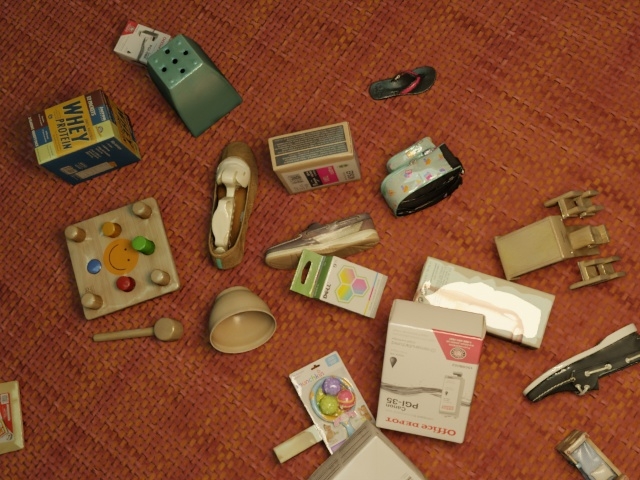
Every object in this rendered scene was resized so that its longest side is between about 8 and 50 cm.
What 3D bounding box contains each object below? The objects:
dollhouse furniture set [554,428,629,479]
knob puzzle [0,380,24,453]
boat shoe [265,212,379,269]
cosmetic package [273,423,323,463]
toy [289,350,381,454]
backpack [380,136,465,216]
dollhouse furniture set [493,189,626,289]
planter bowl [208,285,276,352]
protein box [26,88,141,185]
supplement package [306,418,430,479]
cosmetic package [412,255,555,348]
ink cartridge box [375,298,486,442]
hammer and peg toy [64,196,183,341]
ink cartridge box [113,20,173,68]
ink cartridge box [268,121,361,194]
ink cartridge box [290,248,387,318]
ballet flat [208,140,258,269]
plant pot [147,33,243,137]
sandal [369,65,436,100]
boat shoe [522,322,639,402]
[{"bbox_3d":[0.550,0.528,1.638,0.183,0.129,0.129,-42,76,-2],"label":"dollhouse furniture set"},{"bbox_3d":[-0.845,0.459,1.895,0.213,0.030,0.213,-1,79,7],"label":"knob puzzle"},{"bbox_3d":[0.000,0.000,1.843,0.285,0.103,0.092,-14,65,8],"label":"boat shoe"},{"bbox_3d":[-0.049,0.480,1.766,0.115,0.060,0.041,-31,75,2],"label":"cosmetic package"},{"bbox_3d":[0.045,0.387,1.753,0.137,0.056,0.237,-23,78,-25],"label":"toy"},{"bbox_3d":[0.232,-0.147,1.802,0.188,0.166,0.144,-37,75,-4],"label":"backpack"},{"bbox_3d":[0.550,0.011,1.732,0.161,0.242,0.212,-28,71,48],"label":"dollhouse furniture set"},{"bbox_3d":[-0.199,0.181,1.811,0.162,0.162,0.109,-25,49,2],"label":"planter bowl"},{"bbox_3d":[-0.602,-0.260,1.921,0.201,0.200,0.136,-20,77,3],"label":"protein box"},{"bbox_3d":[0.133,0.569,1.645,0.204,0.145,0.262,-45,95,-3],"label":"supplement package"},{"bbox_3d":[0.371,0.147,1.732,0.296,0.153,0.129,17,83,12],"label":"cosmetic package"},{"bbox_3d":[0.243,0.292,1.662,0.207,0.117,0.283,9,116,10],"label":"ink cartridge box"},{"bbox_3d":[-0.490,0.096,1.870,0.266,0.127,0.361,-18,77,4],"label":"hammer and peg toy"},{"bbox_3d":[-0.475,-0.525,2.032,0.135,0.056,0.099,22,81,12],"label":"ink cartridge box"},{"bbox_3d":[-0.008,-0.194,1.809,0.193,0.235,0.088,-11,78,6],"label":"ink cartridge box"},{"bbox_3d":[0.046,0.102,1.780,0.209,0.062,0.109,22,81,-20],"label":"ink cartridge box"},{"bbox_3d":[-0.229,-0.099,1.877,0.116,0.124,0.342,7,79,9],"label":"ballet flat"},{"bbox_3d":[-0.333,-0.408,1.898,0.165,0.234,0.166,-38,75,-1],"label":"plant pot"},{"bbox_3d":[0.213,-0.404,1.921,0.179,0.040,0.067,-15,77,4],"label":"sandal"},{"bbox_3d":[0.604,0.296,1.687,0.302,0.114,0.091,-31,70,1],"label":"boat shoe"}]
